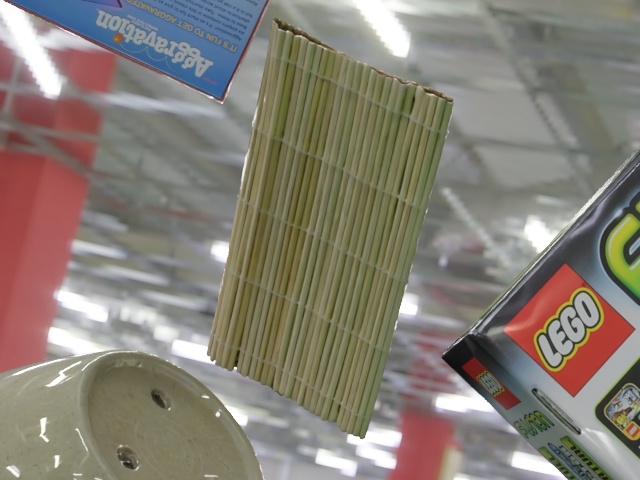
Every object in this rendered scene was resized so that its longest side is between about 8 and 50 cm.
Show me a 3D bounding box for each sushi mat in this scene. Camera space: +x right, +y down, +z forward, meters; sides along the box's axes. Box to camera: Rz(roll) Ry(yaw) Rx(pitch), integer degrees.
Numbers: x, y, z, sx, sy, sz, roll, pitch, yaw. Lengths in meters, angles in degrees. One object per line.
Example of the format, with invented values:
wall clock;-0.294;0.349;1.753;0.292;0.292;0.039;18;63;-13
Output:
sushi mat;0.000;0.000;1.300;0.151;0.316;0.019;24;35;17

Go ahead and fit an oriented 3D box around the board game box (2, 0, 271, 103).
board game box;-0.173;-0.231;1.348;0.281;0.145;0.027;25;-2;-1

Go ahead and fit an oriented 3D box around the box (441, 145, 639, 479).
box;0.143;-0.006;0.445;0.114;0.207;0.036;44;-14;4

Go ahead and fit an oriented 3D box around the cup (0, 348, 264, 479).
cup;-0.178;0.214;1.265;0.331;0.331;0.237;22;-55;-38
